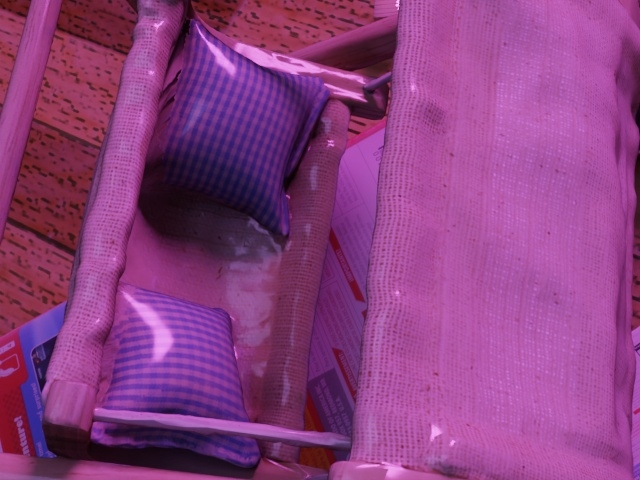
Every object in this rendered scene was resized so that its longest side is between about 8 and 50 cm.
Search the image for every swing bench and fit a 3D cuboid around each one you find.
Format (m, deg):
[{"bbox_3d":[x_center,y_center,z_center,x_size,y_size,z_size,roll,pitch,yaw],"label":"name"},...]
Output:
[{"bbox_3d":[0.000,0.000,0.454,0.254,0.165,0.253,-3,64,22],"label":"swing bench"}]

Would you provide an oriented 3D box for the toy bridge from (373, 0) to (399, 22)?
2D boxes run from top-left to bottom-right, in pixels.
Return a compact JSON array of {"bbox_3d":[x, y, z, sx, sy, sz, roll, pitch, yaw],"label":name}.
[{"bbox_3d":[0.122,-0.148,0.598,0.188,0.026,0.063,-4,63,19],"label":"toy bridge"}]

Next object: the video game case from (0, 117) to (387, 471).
[{"bbox_3d":[-0.032,0.076,0.544,0.285,0.025,0.204,-29,58,9],"label":"video game case"}]

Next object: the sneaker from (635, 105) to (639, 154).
[{"bbox_3d":[0.238,-0.103,0.508,0.237,0.086,0.085,-30,58,23],"label":"sneaker"}]

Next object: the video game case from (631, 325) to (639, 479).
[{"bbox_3d":[0.155,0.097,0.476,0.087,0.011,0.122,-34,58,2],"label":"video game case"}]
